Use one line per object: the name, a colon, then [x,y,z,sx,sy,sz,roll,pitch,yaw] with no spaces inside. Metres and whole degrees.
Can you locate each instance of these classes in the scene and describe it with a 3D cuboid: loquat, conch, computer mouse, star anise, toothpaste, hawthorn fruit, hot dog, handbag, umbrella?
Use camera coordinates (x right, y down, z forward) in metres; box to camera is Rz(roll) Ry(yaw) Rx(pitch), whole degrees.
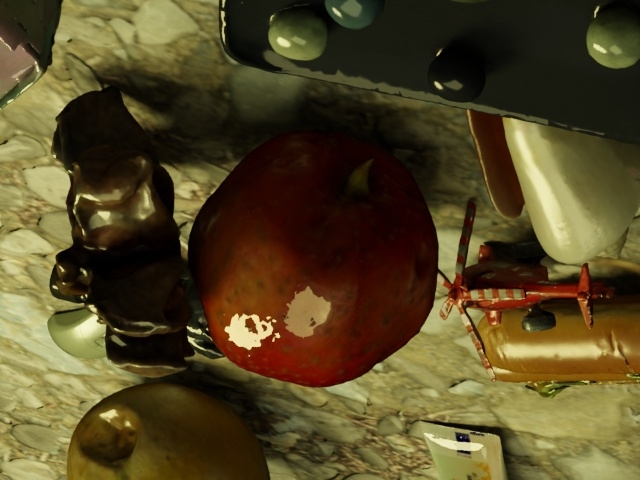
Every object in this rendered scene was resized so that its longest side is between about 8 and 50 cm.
loquat: [-0.135,0.226,1.849,0.179,0.179,0.227,-2,150,30]
conch: [0.144,-0.053,1.282,0.176,0.094,0.104,38,-175,-28]
computer mouse: [-0.202,0.085,1.773,0.056,0.032,0.110,34,147,-32]
star anise: [-0.144,-0.003,1.396,0.099,0.214,0.220,-17,166,-6]
toothpaste: [0.160,0.281,1.880,0.058,0.056,0.314,-22,130,-5]
hawthorn fruit: [0.000,0.000,1.378,0.179,0.179,0.200,17,137,-2]
hot dog: [0.230,0.080,1.486,0.250,0.068,0.100,-6,163,36]
handbag: [0.102,-0.162,1.087,0.326,0.118,0.269,11,151,5]
umbrella: [-0.116,0.052,1.642,0.224,0.080,0.071,10,-174,18]

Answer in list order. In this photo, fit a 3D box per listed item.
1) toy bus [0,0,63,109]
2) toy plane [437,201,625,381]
toy bus: [-0.296,-0.193,1.247,0.138,0.112,0.317,-17,140,31]
toy plane: [0.147,0.026,1.427,0.077,0.126,0.194,-9,164,-29]
